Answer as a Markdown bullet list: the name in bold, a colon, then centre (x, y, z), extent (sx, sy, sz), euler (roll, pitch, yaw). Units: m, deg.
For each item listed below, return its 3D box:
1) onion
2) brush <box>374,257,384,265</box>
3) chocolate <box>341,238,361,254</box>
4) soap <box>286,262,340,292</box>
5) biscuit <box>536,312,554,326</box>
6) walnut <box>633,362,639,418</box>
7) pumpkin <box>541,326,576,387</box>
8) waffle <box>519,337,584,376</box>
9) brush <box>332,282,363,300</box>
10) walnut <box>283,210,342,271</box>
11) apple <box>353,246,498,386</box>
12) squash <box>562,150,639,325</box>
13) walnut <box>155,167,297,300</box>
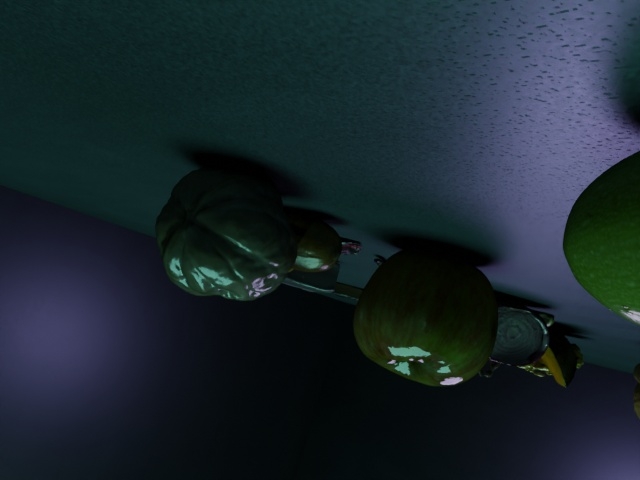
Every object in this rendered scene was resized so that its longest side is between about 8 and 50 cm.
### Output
- **onion**: centre (0.448, 0.222, 1.253), extent (0.207, 0.201, 0.200), euler (-17, 167, 4)
- **brush**: centre (0.166, 0.066, 1.245), extent (0.063, 0.016, 0.193), euler (11, 171, 26)
- **chocolate**: centre (0.000, 0.000, 1.102), extent (0.182, 0.028, 0.086), euler (14, 164, 8)
- **soap**: centre (-0.106, 0.088, 1.602), extent (0.285, 0.107, 0.296), euler (18, 172, -11)
- **biscuit**: centre (0.515, 0.206, 1.428), extent (0.273, 0.036, 0.187), euler (12, 171, 26)
- **walnut**: centre (0.939, 0.410, 1.303), extent (0.257, 0.224, 0.257), euler (23, -160, -9)
- **pumpkin**: centre (0.700, 0.309, 1.545), extent (0.169, 0.148, 0.312), euler (-14, -163, -14)
- **waffle**: centre (0.730, 0.370, 1.695), extent (0.280, 0.060, 0.262), euler (-2, -163, 19)
- **brush**: centre (0.157, 0.245, 2.279), extent (0.197, 0.059, 0.123), euler (13, 173, 20)
- **walnut**: centre (-0.047, -0.001, 0.941), extent (0.207, 0.116, 0.116), euler (18, 175, 41)
- **apple**: centre (0.197, 0.129, 0.924), extent (0.264, 0.264, 0.264), euler (16, 172, 2)
- **squash**: centre (0.234, -0.007, 0.273), extent (0.132, 0.132, 0.247), euler (18, 172, -15)
- **walnut**: centre (-0.138, -0.005, 0.762), extent (0.224, 0.224, 0.224), euler (16, 172, 2)
